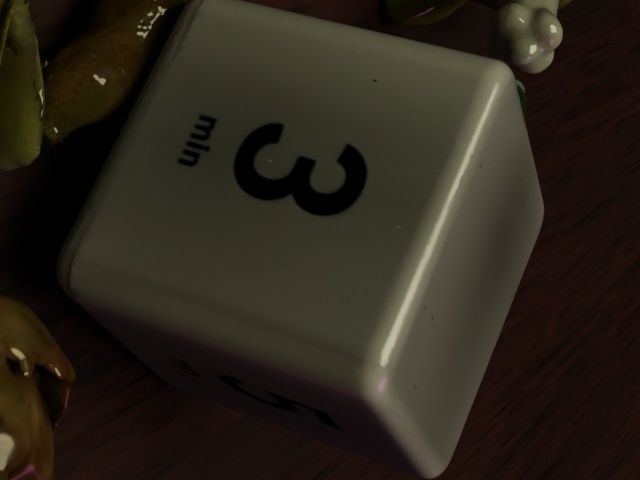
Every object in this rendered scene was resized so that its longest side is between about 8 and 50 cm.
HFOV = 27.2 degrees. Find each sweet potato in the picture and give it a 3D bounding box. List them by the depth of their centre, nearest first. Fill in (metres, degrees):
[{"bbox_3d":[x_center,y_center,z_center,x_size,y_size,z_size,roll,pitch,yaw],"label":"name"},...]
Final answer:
[{"bbox_3d":[-0.097,-0.132,0.776,0.274,0.067,0.067,-56,135,-46],"label":"sweet potato"}]

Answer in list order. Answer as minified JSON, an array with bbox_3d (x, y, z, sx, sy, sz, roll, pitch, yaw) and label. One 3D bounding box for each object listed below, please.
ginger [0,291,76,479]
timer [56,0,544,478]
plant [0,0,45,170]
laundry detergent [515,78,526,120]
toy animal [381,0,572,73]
[{"bbox_3d":[-0.154,0.154,0.565,0.172,0.165,0.321,-51,162,-26],"label":"ginger"},{"bbox_3d":[0.000,0.000,0.754,0.192,0.195,0.194,-66,158,-17],"label":"timer"},{"bbox_3d":[-0.159,-0.210,0.560,0.297,0.261,0.306,-84,-160,-65],"label":"plant"},{"bbox_3d":[0.122,-0.091,1.108,0.211,0.063,0.137,-49,124,-44],"label":"laundry detergent"},{"bbox_3d":[0.176,-0.263,1.089,0.180,0.181,0.363,34,62,-43],"label":"toy animal"}]
